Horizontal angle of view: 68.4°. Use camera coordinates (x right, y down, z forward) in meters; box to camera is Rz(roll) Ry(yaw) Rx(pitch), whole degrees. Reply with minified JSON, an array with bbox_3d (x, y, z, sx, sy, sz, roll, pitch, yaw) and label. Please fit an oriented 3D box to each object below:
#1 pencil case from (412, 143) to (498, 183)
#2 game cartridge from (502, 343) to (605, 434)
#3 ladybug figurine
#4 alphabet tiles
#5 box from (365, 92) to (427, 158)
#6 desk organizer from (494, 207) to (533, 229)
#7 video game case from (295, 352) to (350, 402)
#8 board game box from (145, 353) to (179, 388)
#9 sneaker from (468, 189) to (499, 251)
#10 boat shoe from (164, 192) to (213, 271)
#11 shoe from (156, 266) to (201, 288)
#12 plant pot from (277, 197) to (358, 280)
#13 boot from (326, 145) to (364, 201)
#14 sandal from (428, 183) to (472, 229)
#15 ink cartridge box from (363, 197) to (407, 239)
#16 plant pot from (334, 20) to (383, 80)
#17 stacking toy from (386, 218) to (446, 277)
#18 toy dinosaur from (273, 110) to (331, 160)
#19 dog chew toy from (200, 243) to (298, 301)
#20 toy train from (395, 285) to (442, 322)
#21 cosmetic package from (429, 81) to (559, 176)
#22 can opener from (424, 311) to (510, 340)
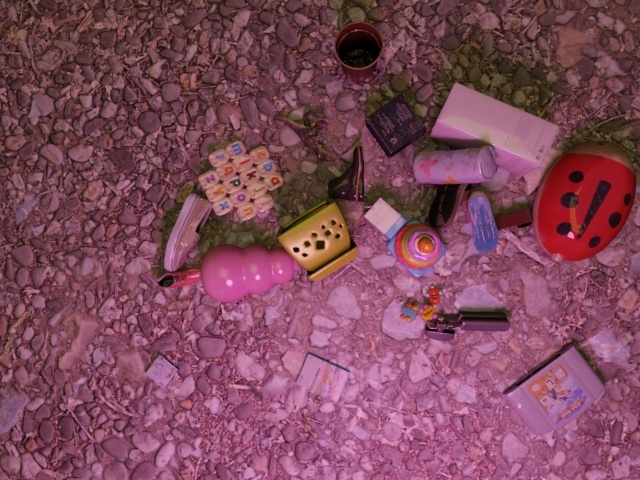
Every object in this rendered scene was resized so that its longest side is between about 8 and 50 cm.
[{"bbox_3d":[0.447,-0.254,1.583,0.273,0.113,0.124,2,80,45],"label":"pencil case"},{"bbox_3d":[0.807,0.521,1.615,0.297,0.062,0.198,-38,81,2],"label":"game cartridge"},{"bbox_3d":[0.896,-0.131,1.583,0.305,0.162,0.450,22,89,5],"label":"ladybug figurine"},{"bbox_3d":[-0.293,-0.221,1.744,0.277,0.021,0.284,-28,85,-6],"label":"alphabet tiles"},{"bbox_3d":[0.268,-0.407,1.682,0.158,0.093,0.156,-34,85,1],"label":"box"},{"bbox_3d":[0.669,-0.065,1.649,0.130,0.047,0.050,-15,67,4],"label":"desk organizer"},{"bbox_3d":[0.009,0.495,1.700,0.166,0.015,0.119,23,89,6],"label":"video game case"},{"bbox_3d":[-0.587,0.485,1.747,0.090,0.020,0.090,38,90,5],"label":"board game box"},{"bbox_3d":[0.565,-0.066,1.631,0.087,0.092,0.229,-7,117,20],"label":"sneaker"},{"bbox_3d":[-0.483,-0.025,1.722,0.094,0.109,0.303,18,86,3],"label":"boat shoe"},{"bbox_3d":[-0.507,0.140,1.726,0.177,0.081,0.064,-15,86,4],"label":"shoe"},{"bbox_3d":[0.000,0.000,1.620,0.228,0.227,0.207,-32,99,2],"label":"plant pot"},{"bbox_3d":[0.089,-0.241,1.703,0.136,0.077,0.198,1,86,10],"label":"boot"},{"bbox_3d":[0.472,-0.165,1.657,0.120,0.086,0.303,17,76,49],"label":"sandal"},{"bbox_3d":[0.221,-0.081,1.671,0.143,0.092,0.090,43,91,5],"label":"ink cartridge box"},{"bbox_3d":[0.134,-0.654,1.670,0.166,0.165,0.167,0,87,4],"label":"plant pot"},{"bbox_3d":[0.333,0.016,1.552,0.166,0.302,0.175,-44,84,2],"label":"stacking toy"},{"bbox_3d":[-0.045,-0.410,1.727,0.268,0.064,0.118,42,98,9],"label":"toy dinosaur"},{"bbox_3d":[-0.245,0.102,1.656,0.331,0.206,0.207,-9,87,-4],"label":"dog chew toy"},{"bbox_3d":[0.357,0.233,1.667,0.166,0.046,0.125,-15,50,12],"label":"toy train"},{"bbox_3d":[0.576,-0.370,1.606,0.365,0.197,0.155,26,90,4],"label":"cosmetic package"},{"bbox_3d":[0.509,0.301,1.652,0.283,0.076,0.095,1,119,4],"label":"can opener"}]
